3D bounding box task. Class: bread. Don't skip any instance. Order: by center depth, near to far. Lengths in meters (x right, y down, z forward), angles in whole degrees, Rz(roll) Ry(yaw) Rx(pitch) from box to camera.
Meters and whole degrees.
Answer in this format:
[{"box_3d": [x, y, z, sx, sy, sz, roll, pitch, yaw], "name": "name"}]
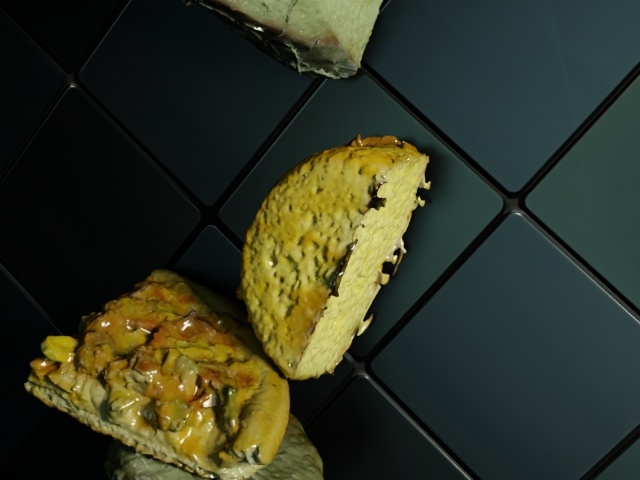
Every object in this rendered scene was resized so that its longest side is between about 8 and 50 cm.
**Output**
[{"box_3d": [-0.001, 0.004, 0.947, 0.147, 0.160, 0.261, 30, 110, 21], "name": "bread"}]

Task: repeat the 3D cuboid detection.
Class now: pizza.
[{"box_3d": [-0.125, 0.121, 0.949, 0.258, 0.268, 0.087, 21, 114, 12], "name": "pizza"}]

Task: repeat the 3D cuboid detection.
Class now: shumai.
[{"box_3d": [-0.114, 0.289, 0.948, 0.222, 0.272, 0.204, 18, 101, 19], "name": "shumai"}]

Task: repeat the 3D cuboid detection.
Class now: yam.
[{"box_3d": [-0.061, -0.290, 0.883, 0.201, 0.271, 0.202, 22, 96, 18], "name": "yam"}]
